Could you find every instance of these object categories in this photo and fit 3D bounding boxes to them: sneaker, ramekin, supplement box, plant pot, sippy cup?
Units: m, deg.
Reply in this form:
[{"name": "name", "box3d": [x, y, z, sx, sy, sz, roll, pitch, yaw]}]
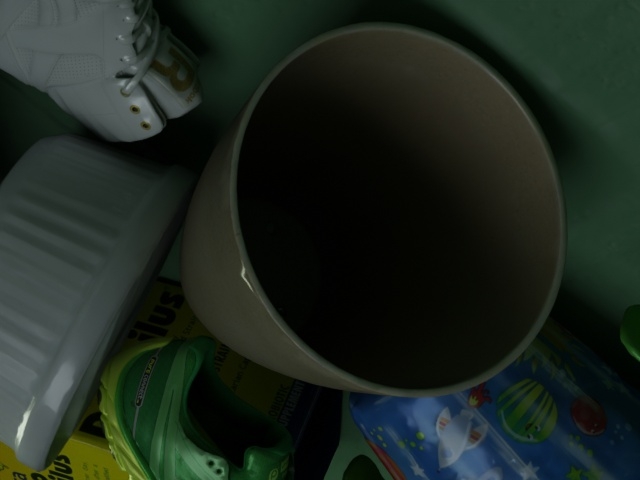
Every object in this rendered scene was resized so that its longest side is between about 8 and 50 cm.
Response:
[{"name": "sneaker", "box3d": [-0.136, -0.170, 1.044, 0.169, 0.108, 0.292, 37, 149, -17]}, {"name": "ramekin", "box3d": [-0.212, 0.038, 1.150, 0.127, 0.273, 0.273, 27, 141, -2]}, {"name": "supplement box", "box3d": [-0.176, 0.167, 1.361, 0.357, 0.194, 0.195, 15, 140, 12]}, {"name": "plant pot", "box3d": [0.000, 0.000, 1.075, 0.256, 0.256, 0.274, 38, 156, -15]}, {"name": "sneaker", "box3d": [-0.070, 0.209, 1.143, 0.123, 0.109, 0.295, -24, 100, 23]}, {"name": "sippy cup", "box3d": [0.150, 0.155, 1.175, 0.305, 0.240, 0.224, -42, 100, 4]}]
